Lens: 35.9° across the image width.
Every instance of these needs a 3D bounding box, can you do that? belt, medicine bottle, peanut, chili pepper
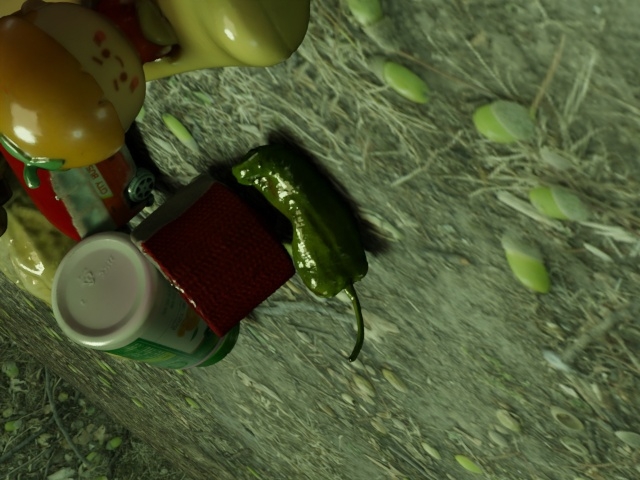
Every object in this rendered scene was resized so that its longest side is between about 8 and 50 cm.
[{"bbox_3d":[-0.100,0.007,0.977,0.128,0.124,0.201,53,170,-18],"label":"belt"},{"bbox_3d":[-0.195,0.083,1.186,0.133,0.133,0.274,31,177,22],"label":"medicine bottle"},{"bbox_3d":[-0.344,0.026,1.381,0.174,0.158,0.340,11,149,52],"label":"peanut"},{"bbox_3d":[-0.002,0.001,0.891,0.204,0.073,0.072,59,172,-13],"label":"chili pepper"}]

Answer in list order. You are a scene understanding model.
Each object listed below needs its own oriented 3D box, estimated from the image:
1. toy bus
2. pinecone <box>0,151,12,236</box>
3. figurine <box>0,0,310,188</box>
[{"bbox_3d":[-0.273,-0.102,1.064,0.121,0.120,0.265,31,155,25],"label":"toy bus"},{"bbox_3d":[-0.577,-0.115,1.171,0.384,0.384,0.384,34,157,17],"label":"pinecone"},{"bbox_3d":[-0.138,-0.137,0.653,0.324,0.222,0.124,13,142,50],"label":"figurine"}]
